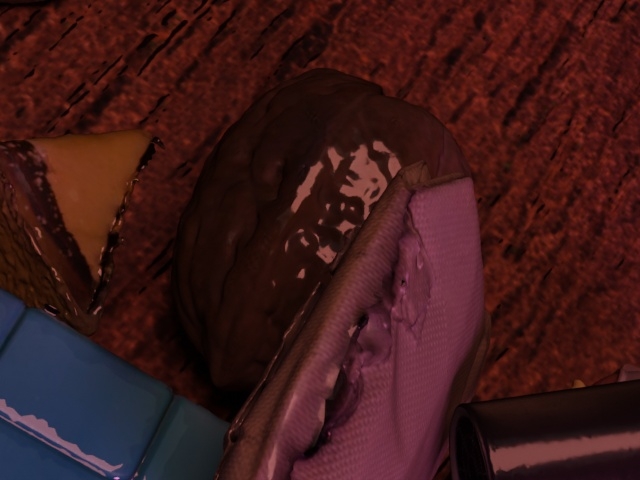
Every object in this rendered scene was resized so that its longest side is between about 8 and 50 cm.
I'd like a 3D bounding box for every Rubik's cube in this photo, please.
[{"bbox_3d":[-0.184,0.153,0.663,0.265,0.224,0.213,32,57,-8],"label":"Rubik's cube"}]

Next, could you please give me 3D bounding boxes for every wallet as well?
[{"bbox_3d":[0.015,0.122,0.712,0.068,0.275,0.335,19,57,17],"label":"wallet"}]

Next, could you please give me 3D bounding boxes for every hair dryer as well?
[{"bbox_3d":[0.190,0.184,0.698,0.196,0.078,0.248,-6,56,-10],"label":"hair dryer"}]

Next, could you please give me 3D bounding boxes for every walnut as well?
[{"bbox_3d":[0.000,0.001,0.852,0.178,0.178,0.230,35,68,1],"label":"walnut"}]

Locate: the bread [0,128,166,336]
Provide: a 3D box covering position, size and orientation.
[{"bbox_3d":[-0.160,0.013,0.798,0.127,0.147,0.152,-6,70,-37],"label":"bread"}]

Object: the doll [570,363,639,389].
[{"bbox_3d":[0.167,0.191,0.820,0.151,0.151,0.287,34,53,0],"label":"doll"}]

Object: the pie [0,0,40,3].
[{"bbox_3d":[-0.242,-0.258,0.973,0.195,0.046,0.195,10,60,-17],"label":"pie"}]
